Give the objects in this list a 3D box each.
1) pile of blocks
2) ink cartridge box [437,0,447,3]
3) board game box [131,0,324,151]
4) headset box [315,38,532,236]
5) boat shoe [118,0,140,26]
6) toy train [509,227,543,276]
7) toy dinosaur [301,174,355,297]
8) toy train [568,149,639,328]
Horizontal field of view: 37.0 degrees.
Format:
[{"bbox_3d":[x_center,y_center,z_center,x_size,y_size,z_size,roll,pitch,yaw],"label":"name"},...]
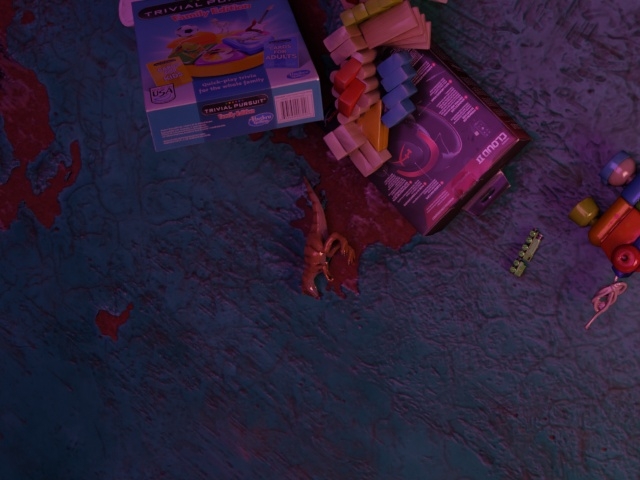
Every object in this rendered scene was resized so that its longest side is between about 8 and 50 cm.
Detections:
[{"bbox_3d":[0.074,-0.265,1.399,0.149,0.112,0.362,5,109,25],"label":"pile of blocks"},{"bbox_3d":[0.031,-0.440,1.526,0.332,0.165,0.065,14,103,21],"label":"ink cartridge box"},{"bbox_3d":[-0.156,-0.288,1.502,0.253,0.336,0.079,-12,133,-6],"label":"board game box"},{"bbox_3d":[0.172,-0.164,1.523,0.293,0.110,0.218,47,111,12],"label":"headset box"},{"bbox_3d":[-0.227,-0.485,1.665,0.319,0.099,0.116,-47,57,19],"label":"boat shoe"},{"bbox_3d":[0.329,0.020,1.527,0.023,0.017,0.083,28,106,8],"label":"toy train"},{"bbox_3d":[0.000,0.000,1.641,0.112,0.064,0.211,9,99,23],"label":"toy dinosaur"},{"bbox_3d":[0.429,-0.004,1.441,0.143,0.105,0.248,47,111,23],"label":"toy train"}]
